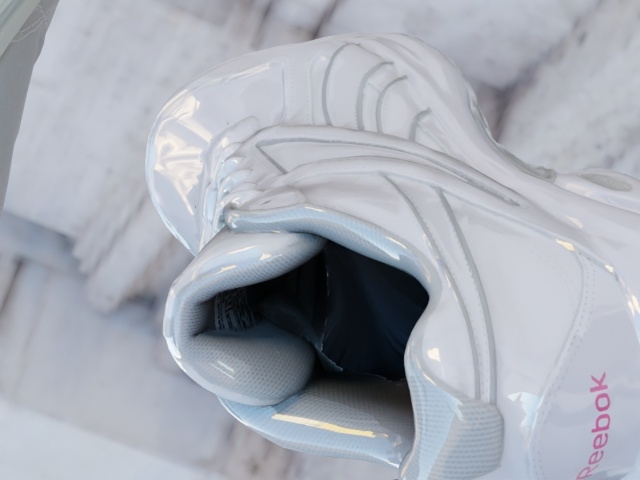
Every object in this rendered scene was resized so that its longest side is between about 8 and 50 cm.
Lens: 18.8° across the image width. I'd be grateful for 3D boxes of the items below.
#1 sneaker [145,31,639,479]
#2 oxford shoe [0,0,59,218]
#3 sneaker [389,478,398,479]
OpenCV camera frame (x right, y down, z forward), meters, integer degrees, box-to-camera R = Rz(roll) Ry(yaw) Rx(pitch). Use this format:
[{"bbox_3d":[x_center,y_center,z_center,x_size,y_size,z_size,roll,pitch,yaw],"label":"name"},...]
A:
[{"bbox_3d":[0.000,0.000,0.506,0.232,0.115,0.090,27,118,53],"label":"sneaker"},{"bbox_3d":[-0.204,-0.077,0.907,0.130,0.169,0.449,74,-155,-68],"label":"oxford shoe"},{"bbox_3d":[0.200,0.214,0.764,0.257,0.447,0.169,41,-115,-76],"label":"sneaker"}]
